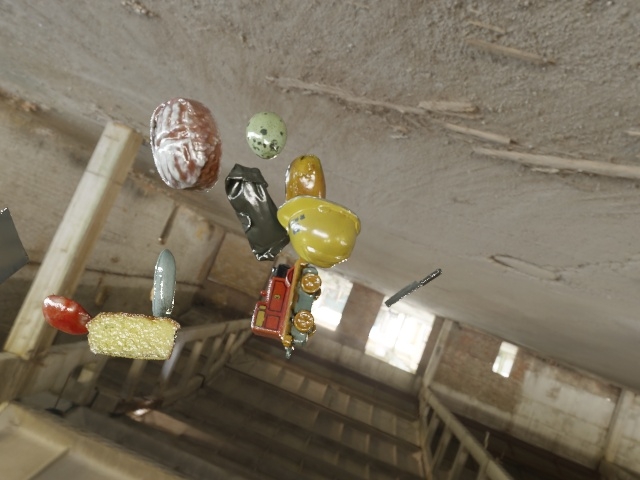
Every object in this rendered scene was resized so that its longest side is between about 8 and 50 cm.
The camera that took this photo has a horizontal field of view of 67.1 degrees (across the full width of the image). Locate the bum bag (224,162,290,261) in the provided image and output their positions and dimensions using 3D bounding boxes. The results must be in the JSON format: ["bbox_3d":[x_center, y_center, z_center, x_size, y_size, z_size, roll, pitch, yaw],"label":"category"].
[{"bbox_3d":[-0.190,-0.090,1.497,0.080,0.142,0.326,-131,19,-72],"label":"bum bag"}]

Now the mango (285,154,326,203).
[{"bbox_3d":[-0.050,-0.180,1.710,0.151,0.248,0.156,14,-161,24],"label":"mango"}]

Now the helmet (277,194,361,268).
[{"bbox_3d":[0.000,0.000,1.346,0.257,0.140,0.205,27,138,-35],"label":"helmet"}]

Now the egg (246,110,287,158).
[{"bbox_3d":[-0.226,-0.440,2.039,0.177,0.228,0.177,-6,148,-4],"label":"egg"}]

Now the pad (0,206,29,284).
[{"bbox_3d":[-0.862,0.036,1.282,0.265,0.159,0.009,-28,173,29],"label":"pad"}]

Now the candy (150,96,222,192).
[{"bbox_3d":[-0.405,-0.287,1.447,0.214,0.289,0.157,-18,173,27],"label":"candy"}]

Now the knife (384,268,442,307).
[{"bbox_3d":[0.345,0.173,1.812,0.019,0.245,0.072,57,180,-16],"label":"knife"}]

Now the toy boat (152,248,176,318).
[{"bbox_3d":[-0.582,0.162,1.786,0.085,0.260,0.078,-2,173,43],"label":"toy boat"}]

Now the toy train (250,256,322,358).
[{"bbox_3d":[-0.121,0.244,1.775,0.232,0.369,0.163,9,159,2],"label":"toy train"}]

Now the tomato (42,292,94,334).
[{"bbox_3d":[-0.861,0.262,1.627,0.174,0.082,0.166,8,141,20],"label":"tomato"}]

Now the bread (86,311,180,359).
[{"bbox_3d":[-0.548,0.288,1.431,0.260,0.129,0.134,7,163,-7],"label":"bread"}]
